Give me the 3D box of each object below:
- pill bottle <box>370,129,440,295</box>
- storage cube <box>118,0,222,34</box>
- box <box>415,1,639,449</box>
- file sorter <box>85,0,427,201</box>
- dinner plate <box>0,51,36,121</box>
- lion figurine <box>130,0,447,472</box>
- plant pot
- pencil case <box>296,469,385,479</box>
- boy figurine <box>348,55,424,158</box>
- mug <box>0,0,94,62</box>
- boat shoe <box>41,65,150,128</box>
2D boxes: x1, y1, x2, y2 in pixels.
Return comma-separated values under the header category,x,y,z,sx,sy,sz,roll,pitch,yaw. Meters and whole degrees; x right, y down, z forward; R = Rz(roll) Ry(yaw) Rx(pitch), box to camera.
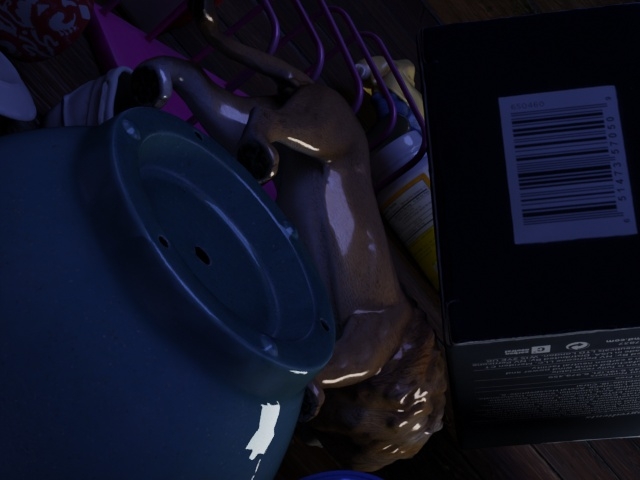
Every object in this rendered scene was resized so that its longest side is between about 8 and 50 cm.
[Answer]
category,x,y,z,sx,sy,sz,roll,pitch,yaw
pill bottle,0.152,-0.033,1.560,0.215,0.117,0.117,56,19,8
storage cube,-0.148,-0.358,1.308,0.184,0.215,0.193,51,25,-5
box,0.215,0.010,1.151,0.395,0.212,0.294,69,16,-66
file sorter,-0.052,-0.157,1.209,0.290,0.182,0.202,26,33,-53
dinner plate,-0.265,-0.140,0.898,0.141,0.017,0.141,41,9,-8
lion figurine,0.000,0.000,0.921,0.240,0.142,0.392,-17,103,-55
plant pot,-0.118,0.050,0.672,0.293,0.196,0.293,44,20,-21
pencil case,0.036,0.290,0.717,0.133,0.119,0.306,39,23,-44
boy figurine,0.102,-0.203,1.792,0.177,0.092,0.285,43,20,-24
mug,-0.239,-0.226,0.927,0.169,0.150,0.113,51,17,-58
boat shoe,-0.139,-0.027,0.920,0.096,0.088,0.267,34,26,-44
